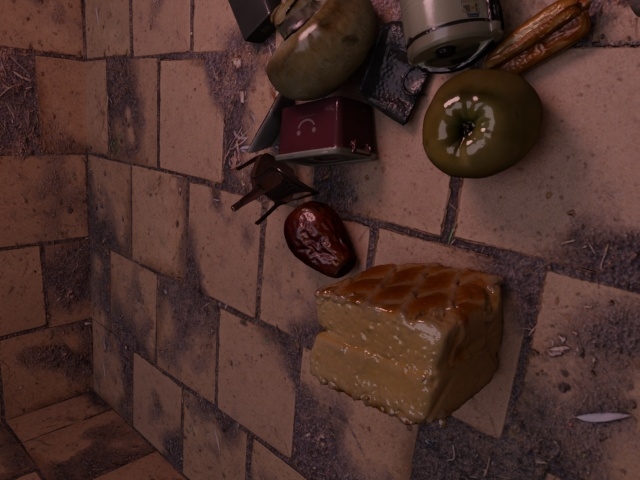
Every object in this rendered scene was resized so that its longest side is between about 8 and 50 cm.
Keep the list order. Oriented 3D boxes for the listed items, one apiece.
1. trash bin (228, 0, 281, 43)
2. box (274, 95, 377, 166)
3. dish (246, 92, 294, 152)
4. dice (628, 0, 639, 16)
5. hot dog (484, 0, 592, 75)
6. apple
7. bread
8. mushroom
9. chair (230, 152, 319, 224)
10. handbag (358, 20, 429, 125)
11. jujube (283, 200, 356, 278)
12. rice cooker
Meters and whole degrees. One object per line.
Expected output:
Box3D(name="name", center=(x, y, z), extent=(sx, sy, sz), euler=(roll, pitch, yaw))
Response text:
Box3D(name="trash bin", center=(-0.224, -0.813, 1.666), extent=(0.177, 0.101, 0.236), euler=(-25, 83, 40))
Box3D(name="box", center=(0.016, -0.318, 1.470), extent=(0.294, 0.194, 0.167), euler=(2, 90, 43))
Box3D(name="dish", center=(-0.144, -0.390, 1.611), extent=(0.080, 0.243, 0.182), euler=(29, 128, -12))
Box3D(name="dice", center=(0.645, -0.505, 0.849), extent=(0.192, 0.194, 0.193), euler=(1, 99, 41))
Box3D(name="hot dog", center=(0.481, -0.444, 1.091), extent=(0.102, 0.076, 0.249), euler=(42, 138, -18))
Box3D(name="apple", center=(0.358, -0.264, 1.120), extent=(0.263, 0.263, 0.262), euler=(8, 102, 42))
Box3D(name="bread", center=(0.223, 0.230, 1.233), extent=(0.371, 0.390, 0.279), euler=(11, 109, 42))
Box3D(name="mushroom", center=(-0.007, -0.551, 1.358), extent=(0.352, 0.260, 0.352), euler=(-36, 31, 26))
Box3D(name="chair", center=(-0.141, -0.193, 1.575), extent=(0.327, 0.176, 0.183), euler=(-23, 46, 46))
Box3D(name="handbag", center=(0.217, -0.463, 1.331), extent=(0.175, 0.089, 0.270), euler=(30, 113, 23))
Box3D(name="jujube", center=(0.000, 0.000, 1.540), extent=(0.255, 0.190, 0.190), euler=(50, 126, 23))
Box3D(name="rice cooker", center=(0.301, -0.515, 1.144), extent=(0.226, 0.226, 0.243), euler=(-9, 88, 43))
